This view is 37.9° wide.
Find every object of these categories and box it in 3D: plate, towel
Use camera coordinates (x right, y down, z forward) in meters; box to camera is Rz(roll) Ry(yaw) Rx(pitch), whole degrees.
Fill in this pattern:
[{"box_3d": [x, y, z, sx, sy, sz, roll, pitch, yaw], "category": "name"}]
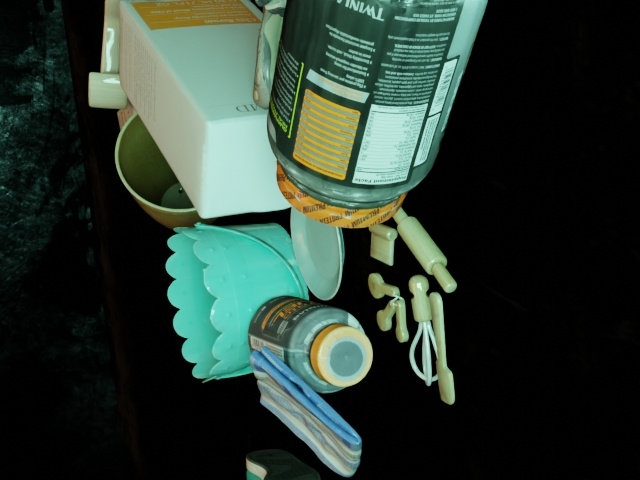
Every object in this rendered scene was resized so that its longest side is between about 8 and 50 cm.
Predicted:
[{"box_3d": [0.000, 0.000, 1.464, 0.188, 0.024, 0.188, 169, 90, -67], "category": "plate"}, {"box_3d": [-0.022, 0.268, 1.416, 0.209, 0.034, 0.285, 41, 163, 15], "category": "towel"}]

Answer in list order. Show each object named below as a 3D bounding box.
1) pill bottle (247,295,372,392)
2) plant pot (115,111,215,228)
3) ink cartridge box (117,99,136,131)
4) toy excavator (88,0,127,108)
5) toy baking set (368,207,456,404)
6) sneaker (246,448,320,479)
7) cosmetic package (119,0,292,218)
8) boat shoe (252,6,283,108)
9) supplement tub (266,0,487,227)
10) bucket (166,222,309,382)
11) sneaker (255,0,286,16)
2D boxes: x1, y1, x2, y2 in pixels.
[{"box_3d": [-0.012, 0.159, 1.423, 0.245, 0.130, 0.130, -174, 75, -65], "category": "pill bottle"}, {"box_3d": [-0.262, -0.113, 1.810, 0.254, 0.237, 0.237, 100, 153, -67], "category": "plant pot"}, {"box_3d": [-0.366, -0.252, 2.073, 0.176, 0.127, 0.128, 165, 94, -68], "category": "ink cartridge box"}, {"box_3d": [-0.406, -0.540, 1.867, 0.445, 0.222, 0.433, 117, 153, -65], "category": "toy excavator"}, {"box_3d": [0.126, 0.078, 1.205, 0.256, 0.030, 0.197, -125, 30, -45], "category": "toy baking set"}, {"box_3d": [-0.071, 0.503, 1.701, 0.295, 0.123, 0.178, -171, 78, -74], "category": "sneaker"}, {"box_3d": [-0.149, -0.229, 1.455, 0.453, 0.230, 0.161, 52, 144, 46], "category": "cosmetic package"}, {"box_3d": [-0.021, -0.327, 1.272, 0.123, 0.116, 0.324, 117, 159, -78], "category": "boat shoe"}, {"box_3d": [0.053, -0.189, 1.033, 0.338, 0.207, 0.207, 104, 147, -43], "category": "supplement tub"}, {"box_3d": [-0.148, 0.099, 1.644, 0.281, 0.183, 0.281, 169, 90, -67], "category": "bucket"}, {"box_3d": [0.012, -0.376, 1.107, 0.275, 0.107, 0.110, -23, 58, 40], "category": "sneaker"}]
